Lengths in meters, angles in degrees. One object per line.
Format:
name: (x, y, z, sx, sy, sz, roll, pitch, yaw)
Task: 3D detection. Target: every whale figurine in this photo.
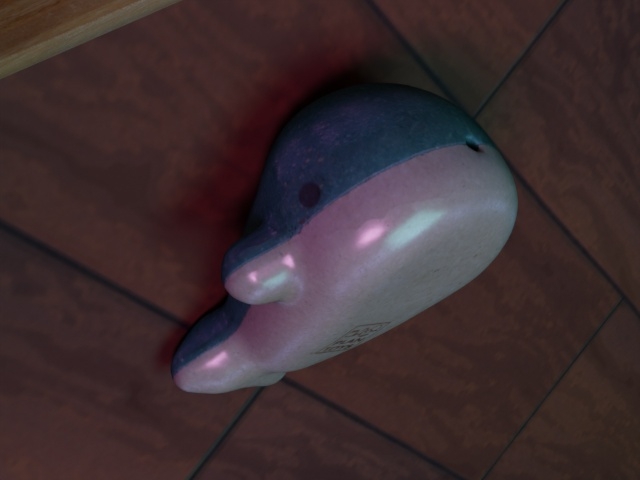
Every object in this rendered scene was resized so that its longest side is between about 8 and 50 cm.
whale figurine: (0.000, 0.000, 1.037, 0.272, 0.141, 0.216, -41, 158, 33)

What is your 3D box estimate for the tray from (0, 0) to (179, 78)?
tray: (-0.030, -0.230, 0.748, 0.411, 0.076, 0.203, -29, 154, -32)
